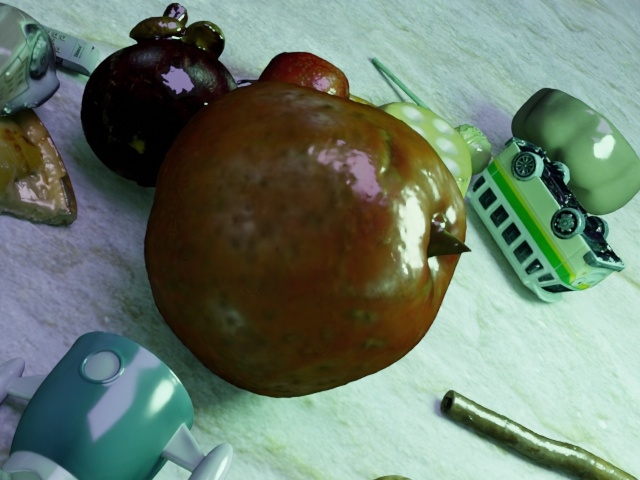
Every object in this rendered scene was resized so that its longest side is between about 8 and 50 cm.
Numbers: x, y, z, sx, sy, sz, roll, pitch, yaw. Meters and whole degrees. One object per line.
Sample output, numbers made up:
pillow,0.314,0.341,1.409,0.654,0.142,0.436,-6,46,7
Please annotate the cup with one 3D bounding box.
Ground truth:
cup,-0.242,0.212,1.049,0.299,0.167,0.173,18,46,18

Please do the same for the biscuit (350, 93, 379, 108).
biscuit,0.077,-0.212,1.808,0.247,0.029,0.118,21,42,-19

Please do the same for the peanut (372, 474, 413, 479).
peanut,0.047,0.344,1.178,0.226,0.095,0.108,-9,54,-41

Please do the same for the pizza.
pizza,-0.404,-0.100,1.294,0.204,0.080,0.188,49,42,14

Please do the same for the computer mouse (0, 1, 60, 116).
computer mouse,-0.464,-0.233,1.288,0.199,0.115,0.389,12,28,6

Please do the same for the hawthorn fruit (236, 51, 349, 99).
hawthorn fruit,-0.047,-0.236,1.657,0.194,0.157,0.157,22,38,10

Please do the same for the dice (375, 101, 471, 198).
dice,0.132,-0.109,1.634,0.166,0.169,0.169,19,42,-21

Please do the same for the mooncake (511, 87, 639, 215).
mooncake,0.482,-0.166,1.915,0.275,0.135,0.275,47,-1,1

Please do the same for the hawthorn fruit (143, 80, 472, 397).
hawthorn fruit,0.000,0.000,1.234,0.402,0.403,0.403,21,42,-20

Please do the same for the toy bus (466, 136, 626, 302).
toy bus,0.385,-0.027,1.750,0.133,0.164,0.276,10,45,-50

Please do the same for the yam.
yam,0.324,0.300,1.473,0.327,0.045,0.045,27,17,-12

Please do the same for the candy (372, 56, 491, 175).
candy,0.202,-0.247,1.913,0.093,0.092,0.335,-20,56,-33

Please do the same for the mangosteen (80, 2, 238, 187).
mangosteen,-0.216,-0.204,1.402,0.228,0.228,0.265,8,81,-31

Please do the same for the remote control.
remote control,-0.419,-0.295,1.518,0.166,0.029,0.065,20,43,-14
